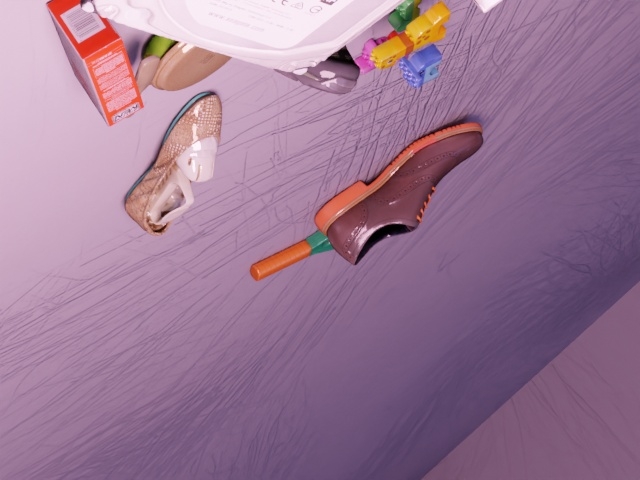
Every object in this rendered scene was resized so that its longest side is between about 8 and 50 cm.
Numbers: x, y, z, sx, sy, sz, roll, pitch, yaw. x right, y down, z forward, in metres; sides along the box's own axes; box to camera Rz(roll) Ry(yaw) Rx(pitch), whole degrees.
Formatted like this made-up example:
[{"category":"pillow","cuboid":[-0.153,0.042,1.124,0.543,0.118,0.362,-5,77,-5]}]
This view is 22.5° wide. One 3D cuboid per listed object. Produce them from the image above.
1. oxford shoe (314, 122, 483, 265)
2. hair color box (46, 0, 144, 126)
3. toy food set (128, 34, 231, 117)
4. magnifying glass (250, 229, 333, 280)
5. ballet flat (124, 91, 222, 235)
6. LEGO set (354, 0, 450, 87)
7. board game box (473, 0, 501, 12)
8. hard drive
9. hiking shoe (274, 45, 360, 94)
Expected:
[{"category":"oxford shoe","cuboid":[0.128,-0.065,2.267,0.271,0.098,0.097,-35,161,1]},{"category":"hair color box","cuboid":[-0.210,-0.172,1.509,0.043,0.072,0.141,-31,161,-10]},{"category":"toy food set","cuboid":[-0.125,-0.203,1.642,0.192,0.038,0.132,-30,168,-29]},{"category":"magnifying glass","cuboid":[0.000,0.000,2.330,0.231,0.026,0.092,-28,160,-24]},{"category":"ballet flat","cuboid":[-0.154,-0.079,1.821,0.073,0.067,0.206,-15,152,-41]},{"category":"LEGO set","cuboid":[0.085,-0.230,1.832,0.093,0.087,0.227,-30,159,-15]},{"category":"board game box","cuboid":[0.294,-0.371,1.740,0.305,0.053,0.193,-36,-173,21]},{"category":"hard drive","cuboid":[0.003,-0.250,1.217,0.237,0.064,0.339,12,146,-42]},{"category":"hiking shoe","cuboid":[-0.021,-0.233,1.451,0.086,0.227,0.114,2,136,-46]}]
